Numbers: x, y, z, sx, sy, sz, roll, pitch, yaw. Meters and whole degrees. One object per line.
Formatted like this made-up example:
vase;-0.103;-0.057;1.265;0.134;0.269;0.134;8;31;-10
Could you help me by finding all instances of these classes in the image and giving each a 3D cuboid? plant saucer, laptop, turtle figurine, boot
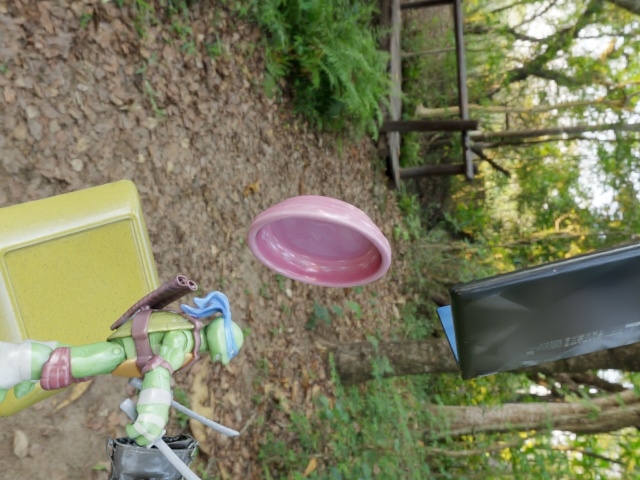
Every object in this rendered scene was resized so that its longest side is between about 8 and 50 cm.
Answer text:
plant saucer;-0.409;0.089;0.970;0.333;0.081;0.332;-23;109;-43
plant saucer;0.000;0.000;1.322;0.332;0.332;0.084;65;32;-54
laptop;0.382;0.058;0.921;0.407;0.382;0.236;68;9;-49
turtle figurine;-0.225;0.188;0.661;0.197;0.267;0.274;-101;-167;-65
boot;-0.240;0.430;0.919;0.263;0.091;0.228;20;84;-33
